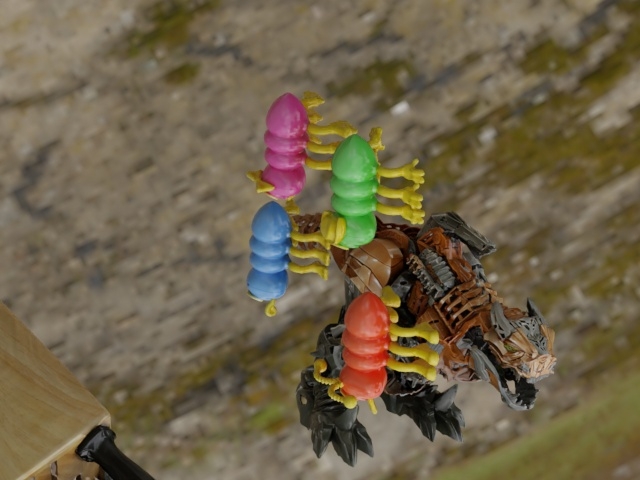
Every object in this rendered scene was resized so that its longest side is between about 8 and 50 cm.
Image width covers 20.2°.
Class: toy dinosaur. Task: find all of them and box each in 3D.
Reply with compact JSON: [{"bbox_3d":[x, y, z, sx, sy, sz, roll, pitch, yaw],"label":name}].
[{"bbox_3d":[0.075,0.062,1.536,0.164,0.322,0.218,4,114,-20],"label":"toy dinosaur"}]

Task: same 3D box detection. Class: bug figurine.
[{"bbox_3d":[0.000,0.000,1.403,0.072,0.279,0.216,-7,114,-23],"label":"bug figurine"}]

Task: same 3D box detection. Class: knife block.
[{"bbox_3d":[-0.170,0.114,1.050,0.242,0.275,0.088,5,141,-3],"label":"knife block"}]
